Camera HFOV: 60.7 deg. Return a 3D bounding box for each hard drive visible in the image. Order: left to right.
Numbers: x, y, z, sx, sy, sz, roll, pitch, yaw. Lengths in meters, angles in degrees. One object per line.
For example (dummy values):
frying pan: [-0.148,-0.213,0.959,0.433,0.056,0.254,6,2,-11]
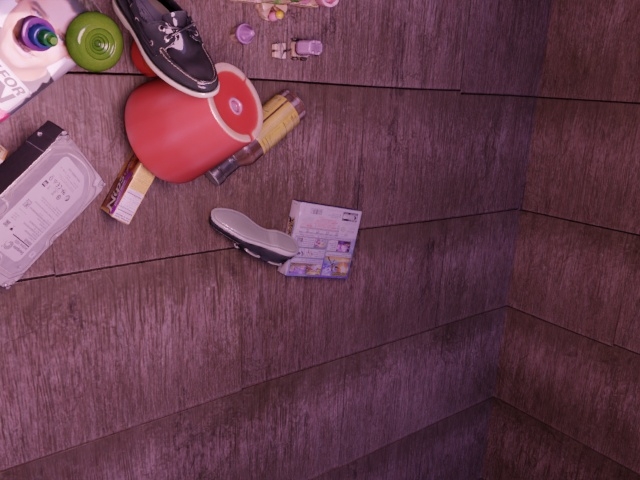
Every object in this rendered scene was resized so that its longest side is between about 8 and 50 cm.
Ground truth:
hard drive: [-0.650,-0.071,1.214,0.339,0.064,0.237,-53,164,-20]

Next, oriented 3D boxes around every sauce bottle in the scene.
sauce bottle: [-0.193,-0.294,1.570,0.344,0.111,0.111,-43,126,-17]

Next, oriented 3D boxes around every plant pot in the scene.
plant pot: [-0.292,-0.297,1.338,0.275,0.243,0.275,26,58,-51]

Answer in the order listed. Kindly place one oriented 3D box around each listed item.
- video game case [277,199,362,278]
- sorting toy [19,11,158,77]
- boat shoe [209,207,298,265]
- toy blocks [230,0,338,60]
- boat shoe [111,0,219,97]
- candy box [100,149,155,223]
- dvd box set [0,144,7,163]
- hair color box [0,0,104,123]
video game case: [0.000,0.000,1.842,0.269,0.061,0.244,6,99,-39]
sorting toy: [-0.441,-0.416,1.188,0.365,0.126,0.127,-9,120,-47]
boat shoe: [-0.211,-0.001,1.653,0.302,0.114,0.091,27,126,-26]
toy blocks: [-0.073,-0.645,1.452,0.289,0.260,0.309,-11,111,-35]
boat shoe: [-0.324,-0.454,1.164,0.127,0.340,0.113,-24,161,-37]
candy box: [-0.482,-0.143,1.393,0.053,0.109,0.186,32,84,-39]
dvd box set: [-0.878,-0.221,1.023,0.308,0.062,0.420,-34,126,4]
hair color box: [-0.653,-0.416,1.170,0.374,0.113,0.185,-48,129,-17]
